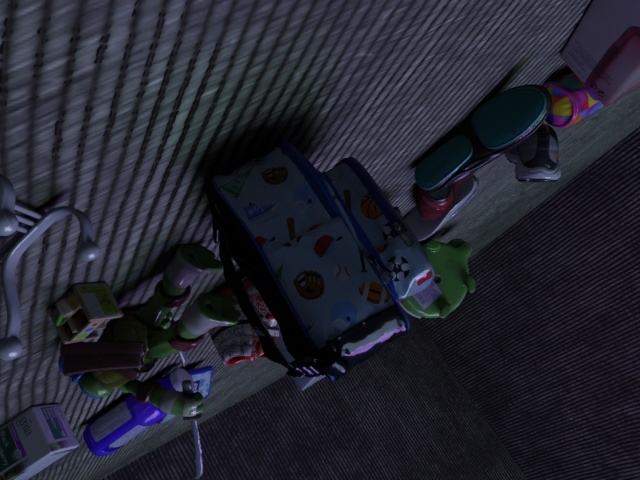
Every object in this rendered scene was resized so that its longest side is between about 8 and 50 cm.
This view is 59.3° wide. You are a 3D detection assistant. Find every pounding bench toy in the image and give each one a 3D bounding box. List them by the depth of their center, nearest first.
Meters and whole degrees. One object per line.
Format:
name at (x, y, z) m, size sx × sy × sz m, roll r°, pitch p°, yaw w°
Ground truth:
pounding bench toy at (-0.305, 0.092, 0.696) m, size 0.065 × 0.052 × 0.083 m, roll -38°, pitch 164°, yaw 19°

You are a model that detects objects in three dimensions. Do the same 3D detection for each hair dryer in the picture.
hair dryer at (0.302, -0.126, 1.218) m, size 0.224 × 0.080 × 0.293 m, roll -21°, pitch 161°, yaw -42°

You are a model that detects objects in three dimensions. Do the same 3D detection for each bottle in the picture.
bottle at (-0.435, 0.412, 1.366) m, size 0.283 × 0.092 × 0.118 m, roll -36°, pitch 169°, yaw 9°

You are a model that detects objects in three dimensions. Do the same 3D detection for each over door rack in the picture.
over door rack at (-0.351, 0.064, 0.404) m, size 0.324 × 0.108 × 0.239 m, roll -33°, pitch 165°, yaw 0°

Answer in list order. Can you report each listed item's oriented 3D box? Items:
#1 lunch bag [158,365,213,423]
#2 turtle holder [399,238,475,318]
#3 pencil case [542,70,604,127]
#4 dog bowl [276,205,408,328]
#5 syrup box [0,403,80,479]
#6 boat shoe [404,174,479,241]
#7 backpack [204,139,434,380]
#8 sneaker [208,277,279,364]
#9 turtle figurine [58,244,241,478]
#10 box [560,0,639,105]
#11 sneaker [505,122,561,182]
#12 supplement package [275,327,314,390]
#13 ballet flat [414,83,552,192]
lunch bag at (-0.362, 0.393, 1.476) m, size 0.151 × 0.096 × 0.129 m, roll -54°, pitch 157°, yaw 18°
turtle holder at (0.363, 0.107, 1.883) m, size 0.227 × 0.244 × 0.320 m, roll 149°, pitch -38°, yaw -73°
pencil case at (0.541, -0.308, 1.107) m, size 0.237 × 0.104 × 0.104 m, roll -28°, pitch 165°, yaw -18°
dog bowl at (0.060, 0.083, 1.145) m, size 0.349 × 0.102 × 0.349 m, roll -43°, pitch -177°, yaw 3°
syrup box at (-0.582, 0.405, 1.035) m, size 0.237 × 0.093 × 0.096 m, roll -33°, pitch 165°, yaw 1°
boat shoe at (0.295, -0.075, 1.365) m, size 0.227 × 0.079 × 0.081 m, roll -44°, pitch 158°, yaw 26°
backpack at (-0.012, 0.015, 0.657) m, size 0.213 × 0.263 × 0.276 m, roll -37°, pitch 174°, yaw -14°
sneaker at (-0.082, 0.123, 1.005) m, size 0.270 × 0.144 × 0.090 m, roll -29°, pitch 158°, yaw 14°
turtle figurine at (-0.205, 0.151, 0.825) m, size 0.266 × 0.275 × 0.197 m, roll -46°, pitch -161°, yaw 24°
box at (0.501, -0.339, 0.860) m, size 0.149 × 0.126 × 0.232 m, roll -32°, pitch 166°, yaw -5°
sneaker at (0.448, -0.200, 1.169) m, size 0.101 × 0.107 × 0.271 m, roll 3°, pitch -159°, yaw 10°
supplement package at (-0.025, 0.271, 1.553) m, size 0.145 × 0.204 × 0.261 m, roll -26°, pitch 164°, yaw -22°
ballet flat at (0.288, -0.179, 0.999) m, size 0.281 × 0.095 × 0.096 m, roll -33°, pitch 164°, yaw 38°
